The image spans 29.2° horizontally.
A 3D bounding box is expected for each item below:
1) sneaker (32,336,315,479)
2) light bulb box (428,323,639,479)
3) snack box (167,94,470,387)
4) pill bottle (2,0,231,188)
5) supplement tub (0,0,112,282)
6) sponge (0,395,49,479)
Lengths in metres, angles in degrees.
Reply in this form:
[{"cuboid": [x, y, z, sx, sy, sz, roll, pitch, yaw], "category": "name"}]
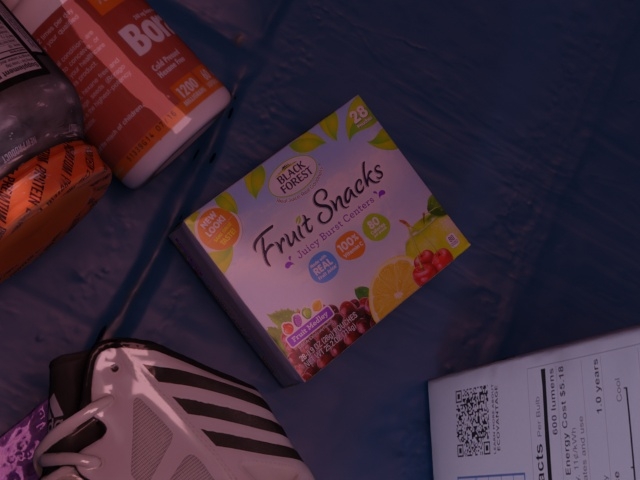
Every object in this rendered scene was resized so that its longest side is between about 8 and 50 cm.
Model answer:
[{"cuboid": [-0.200, 0.229, 0.894, 0.448, 0.169, 0.257, -19, 73, -38], "category": "sneaker"}, {"cuboid": [0.268, 0.259, 0.970, 0.225, 0.361, 0.357, 2, 77, -21], "category": "light bulb box"}, {"cuboid": [0.000, 0.000, 1.090, 0.207, 0.070, 0.174, -37, 92, -24], "category": "snack box"}, {"cuboid": [-0.188, -0.158, 1.032, 0.216, 0.121, 0.121, 47, 68, -5], "category": "pill bottle"}, {"cuboid": [-0.315, -0.121, 0.926, 0.193, 0.193, 0.316, -39, 86, -23], "category": "supplement tub"}, {"cuboid": [-0.189, 0.236, 0.992, 0.117, 0.031, 0.210, -42, 94, -23], "category": "sponge"}]
